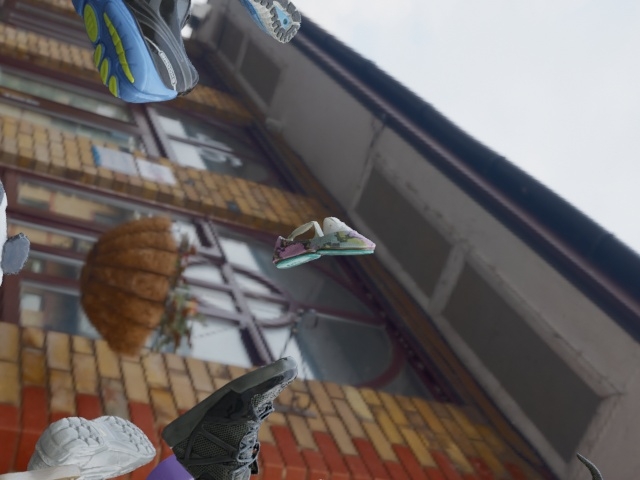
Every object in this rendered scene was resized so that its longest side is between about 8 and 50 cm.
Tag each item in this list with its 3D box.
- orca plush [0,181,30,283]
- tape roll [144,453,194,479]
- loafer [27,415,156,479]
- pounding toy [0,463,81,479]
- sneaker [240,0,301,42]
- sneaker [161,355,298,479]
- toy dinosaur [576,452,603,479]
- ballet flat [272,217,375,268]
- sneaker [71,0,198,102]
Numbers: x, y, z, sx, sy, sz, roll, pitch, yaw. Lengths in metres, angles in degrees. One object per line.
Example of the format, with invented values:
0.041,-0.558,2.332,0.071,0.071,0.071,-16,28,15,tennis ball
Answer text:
-0.401,-0.027,0.940,0.102,0.151,0.287,-23,-100,40,orca plush
-0.260,0.515,1.820,0.080,0.189,0.189,45,-61,47,tape roll
-0.417,0.391,1.672,0.111,0.319,0.112,-46,-117,5,loafer
-0.352,0.362,1.003,0.269,0.154,0.154,-31,-116,29,pounding toy
-0.091,-0.331,1.198,0.073,0.162,0.063,24,-116,40,sneaker
-0.097,0.248,1.193,0.227,0.087,0.130,-39,-103,19,sneaker
0.362,0.452,1.209,0.160,0.121,0.313,-51,-125,57,toy dinosaur
0.000,0.000,1.696,0.222,0.077,0.079,-11,-103,35,ballet flat
-0.143,-0.185,0.697,0.067,0.078,0.188,-37,-115,41,sneaker
